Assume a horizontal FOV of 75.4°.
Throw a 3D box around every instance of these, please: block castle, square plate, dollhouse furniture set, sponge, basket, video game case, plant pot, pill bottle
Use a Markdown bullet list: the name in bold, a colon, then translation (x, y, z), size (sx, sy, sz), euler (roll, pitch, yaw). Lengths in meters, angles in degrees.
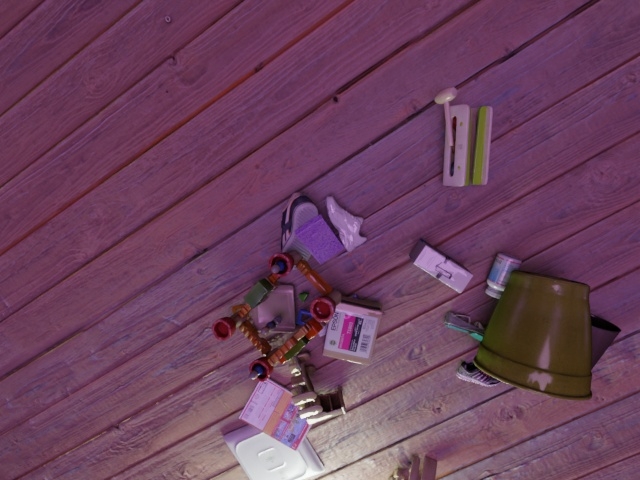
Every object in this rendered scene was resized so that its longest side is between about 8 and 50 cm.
- **block castle**: translation (-0.166, 0.281, 1.515), size (0.303, 0.213, 0.453), euler (46, 112, 7)
- **square plate**: translation (-0.209, 0.947, 1.824), size (0.347, 0.049, 0.344), euler (-28, 96, 11)
- **dollhouse furniture set**: translation (-0.012, 0.595, 1.654), size (0.161, 0.212, 0.242), euler (-19, 117, 1)
- **sponge**: translation (0.000, 0.000, 1.554), size (0.117, 0.031, 0.210), euler (-33, 136, 5)
- **basket**: translation (0.945, 0.388, 1.526), size (0.205, 0.154, 0.226), euler (17, 106, 4)
- **video game case**: translation (-0.173, 0.731, 1.758), size (0.285, 0.025, 0.204), euler (30, 84, 1)
- **dollhouse furniture set**: translation (0.391, 0.994, 1.770), size (0.144, 0.123, 0.151), euler (25, 138, 2)
- **plant pot**: translation (0.743, 0.291, 1.408), size (0.367, 0.366, 0.352), euler (10, 92, 5)
- **pill bottle**: translation (0.673, 0.131, 1.537), size (0.087, 0.087, 0.160), euler (19, 103, 3)

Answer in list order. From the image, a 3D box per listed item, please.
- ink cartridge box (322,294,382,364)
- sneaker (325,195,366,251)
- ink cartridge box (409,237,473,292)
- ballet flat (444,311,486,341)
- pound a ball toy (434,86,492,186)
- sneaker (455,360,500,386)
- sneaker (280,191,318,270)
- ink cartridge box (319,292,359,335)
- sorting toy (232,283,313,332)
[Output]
- **ink cartridge box**: translation (0.121, 0.344, 1.601), size (0.193, 0.088, 0.234), euler (11, 105, 2)
- **sneaker**: translation (0.100, -0.077, 1.577), size (0.115, 0.090, 0.232), euler (-28, 105, 5)
- **ink cartridge box**: translation (0.440, 0.090, 1.527), size (0.203, 0.148, 0.085), euler (32, 101, -1)
- **ballet flat**: translation (0.584, 0.335, 1.601), size (0.213, 0.072, 0.068), euler (23, 72, 0)
- **pound a ball toy**: translation (0.464, -0.348, 1.428), size (0.208, 0.136, 0.319), euler (-7, 102, -28)
- **sneaker**: translation (0.626, 0.520, 1.630), size (0.171, 0.063, 0.074), euler (11, 108, 10)
- **sneaker**: translation (-0.088, -0.035, 1.589), size (0.126, 0.127, 0.321), euler (-2, 129, -26)
- **ink cartridge box**: translation (0.071, 0.299, 1.665), size (0.207, 0.046, 0.097), euler (-26, 98, 11)
- **sorting toy**: translation (-0.190, 0.273, 1.690), size (0.348, 0.047, 0.195), euler (0, 97, 12)
